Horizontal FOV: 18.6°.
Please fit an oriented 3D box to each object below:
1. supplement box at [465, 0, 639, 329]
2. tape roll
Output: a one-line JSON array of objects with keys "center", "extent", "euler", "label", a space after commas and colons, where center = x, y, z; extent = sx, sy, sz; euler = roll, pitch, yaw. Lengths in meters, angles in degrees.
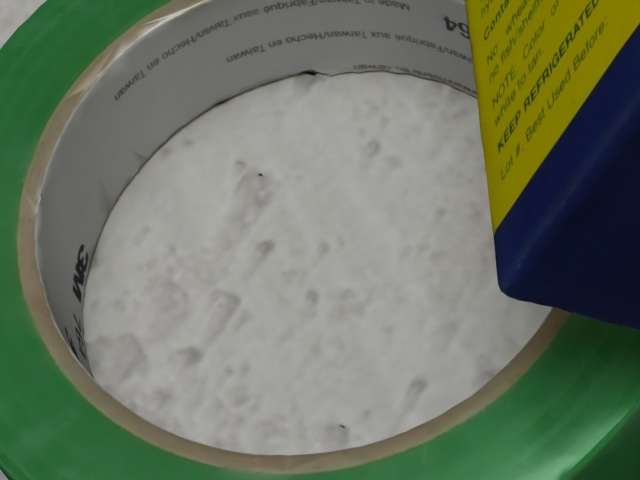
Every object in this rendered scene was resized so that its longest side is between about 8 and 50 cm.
[{"center": [0.176, -0.152, 0.724], "extent": [0.195, 0.194, 0.356], "euler": [13, 48, -18], "label": "supplement box"}, {"center": [0.000, 0.000, 0.807], "extent": [0.321, 0.077, 0.321], "euler": [-5, 59, 8], "label": "tape roll"}]
